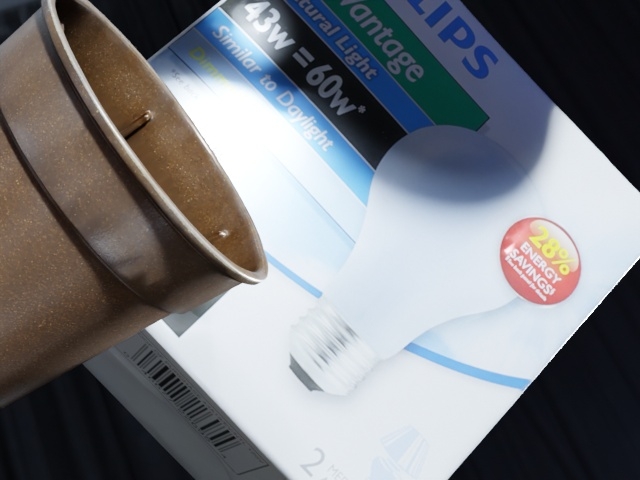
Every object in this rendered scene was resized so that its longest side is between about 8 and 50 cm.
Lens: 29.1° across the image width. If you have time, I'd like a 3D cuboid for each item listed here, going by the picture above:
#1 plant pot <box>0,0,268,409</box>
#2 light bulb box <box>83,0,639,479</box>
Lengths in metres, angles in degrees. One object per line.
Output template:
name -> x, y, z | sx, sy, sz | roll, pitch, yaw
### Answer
plant pot -> -0.139, -0.006, 0.586 | 0.165, 0.167, 0.167 | -34, 149, 8
light bulb box -> 0.000, 0.000, 0.952 | 0.361, 0.358, 0.225 | -45, -177, -24
